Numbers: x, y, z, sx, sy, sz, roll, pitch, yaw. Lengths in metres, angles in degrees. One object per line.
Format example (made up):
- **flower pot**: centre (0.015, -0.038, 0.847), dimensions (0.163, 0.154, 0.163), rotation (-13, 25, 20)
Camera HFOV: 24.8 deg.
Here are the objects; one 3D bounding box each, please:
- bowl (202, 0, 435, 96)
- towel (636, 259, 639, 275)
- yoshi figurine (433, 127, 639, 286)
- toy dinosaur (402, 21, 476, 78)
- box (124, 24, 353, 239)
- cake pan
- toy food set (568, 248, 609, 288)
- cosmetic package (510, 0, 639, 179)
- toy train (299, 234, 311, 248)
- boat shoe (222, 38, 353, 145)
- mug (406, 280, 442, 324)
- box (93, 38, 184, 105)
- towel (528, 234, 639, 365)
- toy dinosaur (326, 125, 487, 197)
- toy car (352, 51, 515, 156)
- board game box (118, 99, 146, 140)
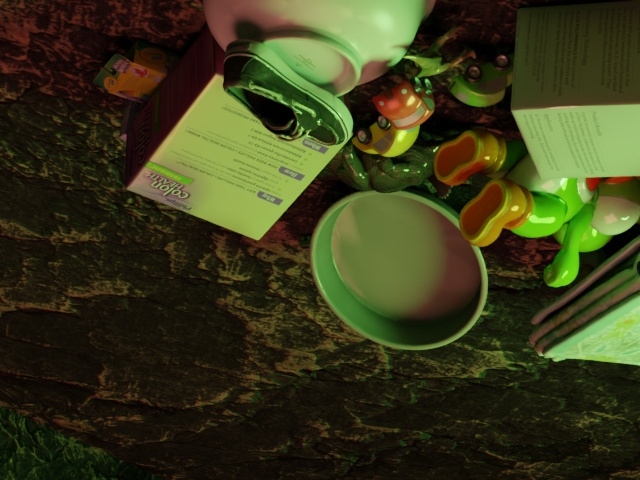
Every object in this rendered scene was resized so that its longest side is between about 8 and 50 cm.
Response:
- **bowl**: centre (-0.015, -0.261, 1.745), dimensions (0.298, 0.134, 0.298), rotation (7, 155, 3)
- **towel**: centre (0.567, 0.002, 1.840), dimensions (0.227, 0.076, 0.308), rotation (0, 158, -15)
- **yoshi figurine**: centre (0.320, -0.048, 2.028), dimensions (0.362, 0.203, 0.203), rotation (4, -169, -36)
- **toy dinosaur**: centre (0.142, -0.221, 1.802), dimensions (0.092, 0.053, 0.183), rotation (-37, -179, 2)
- **box**: centre (-0.112, -0.145, 1.961), dimensions (0.213, 0.117, 0.243), rotation (21, 131, -27)
- **cake pan**: centre (0.127, 0.037, 2.294), dimensions (0.293, 0.054, 0.293), rotation (11, 123, 17)
- **toy food set**: centre (0.436, 0.086, 2.393), dimensions (0.104, 0.111, 0.232), rotation (-8, 154, 31)
- **cosmetic package**: centre (0.429, -0.181, 1.753), dimensions (0.365, 0.155, 0.197), rotation (-1, 155, 18)
- **toy train**: centre (0.000, 0.000, 2.452), dimensions (0.083, 0.024, 0.017), rotation (-7, 152, 32)
- **boat shoe**: centre (-0.042, -0.156, 1.735), dimensions (0.078, 0.070, 0.219), rotation (-12, 149, 37)
- **mug**: centre (0.177, 0.059, 2.401), dimensions (0.157, 0.129, 0.097), rotation (15, 125, 9)
- **box**: centre (-0.214, -0.219, 2.013), dimensions (0.179, 0.043, 0.105), rotation (16, 155, -24)
- **towel**: centre (0.536, 0.083, 2.186), dimensions (0.320, 0.090, 0.374), rotation (7, 149, -35)
- **toy dinosaur**: centre (0.077, -0.113, 2.063), dimensions (0.313, 0.121, 0.160), rotation (-5, 146, 21)
- **toy car**: centre (0.159, -0.175, 1.842), dimensions (0.225, 0.053, 0.239), rotation (-23, 173, -11)
- **board game box**: centre (-0.237, -0.170, 2.070), dimensions (0.090, 0.090, 0.020), rotation (23, 152, -32)
